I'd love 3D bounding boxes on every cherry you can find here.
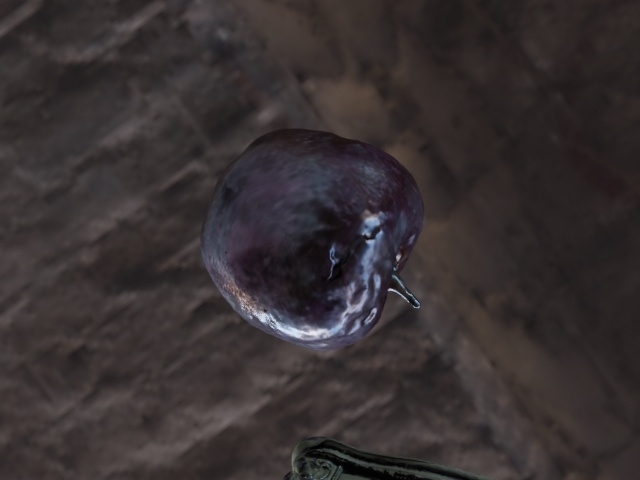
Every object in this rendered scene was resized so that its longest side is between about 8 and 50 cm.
[{"bbox_3d":[-0.010,-0.002,1.499,0.195,0.195,0.195,-34,-168,8],"label":"cherry"}]

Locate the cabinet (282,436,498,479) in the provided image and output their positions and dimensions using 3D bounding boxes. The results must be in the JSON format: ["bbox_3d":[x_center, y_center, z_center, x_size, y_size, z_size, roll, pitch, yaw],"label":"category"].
[{"bbox_3d":[0.031,0.362,1.291,0.228,0.289,0.318,12,-152,13],"label":"cabinet"}]
